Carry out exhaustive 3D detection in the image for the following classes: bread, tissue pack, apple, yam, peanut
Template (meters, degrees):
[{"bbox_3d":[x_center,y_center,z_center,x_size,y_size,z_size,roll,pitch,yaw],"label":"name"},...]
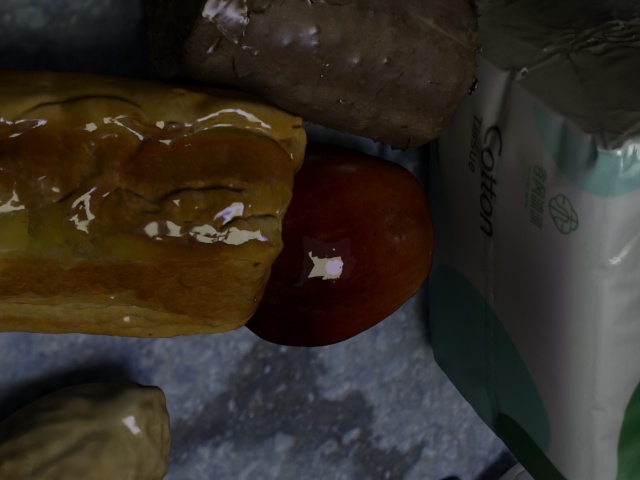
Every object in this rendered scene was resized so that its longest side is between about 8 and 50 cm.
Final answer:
[{"bbox_3d":[-0.186,-0.032,1.254,0.344,0.148,0.195,2,152,-12],"label":"bread"},{"bbox_3d":[0.208,0.002,1.467,0.194,0.266,0.356,-17,126,-20],"label":"tissue pack"},{"bbox_3d":[0.006,0.000,1.434,0.158,0.147,0.156,-16,106,-21],"label":"apple"},{"bbox_3d":[-0.012,-0.147,1.333,0.238,0.129,0.128,10,158,-37],"label":"yam"},{"bbox_3d":[-0.240,0.225,1.447,0.325,0.140,0.153,-39,155,-8],"label":"peanut"}]

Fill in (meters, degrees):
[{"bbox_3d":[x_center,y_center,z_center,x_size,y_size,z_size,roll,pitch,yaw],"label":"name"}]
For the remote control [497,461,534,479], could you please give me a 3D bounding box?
[{"bbox_3d":[0.119,0.332,1.728,0.277,0.103,0.055,-45,131,10],"label":"remote control"}]
